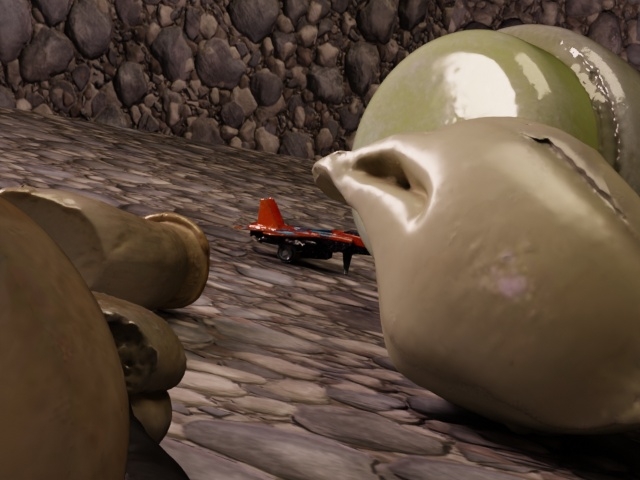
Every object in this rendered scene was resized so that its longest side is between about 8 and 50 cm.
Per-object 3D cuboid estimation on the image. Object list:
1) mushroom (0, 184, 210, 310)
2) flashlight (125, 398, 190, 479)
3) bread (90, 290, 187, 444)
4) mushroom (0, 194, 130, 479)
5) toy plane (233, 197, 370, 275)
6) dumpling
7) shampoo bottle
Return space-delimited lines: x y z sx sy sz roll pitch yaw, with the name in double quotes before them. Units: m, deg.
"mushroom" -0.168 0.016 1.242 0.108 0.096 0.247 16 3 26
"flashlight" -0.074 0.118 0.581 0.103 0.103 0.424 10 9 -30
"bread" -0.241 0.040 0.863 0.337 0.102 0.183 14 7 -5
"mushroom" -0.157 0.073 0.477 0.204 0.204 0.204 13 7 -2
"toy plane" -0.001 0.003 1.822 0.189 0.061 0.130 19 7 12
"dumpling" 0.190 0.043 1.224 0.395 0.233 0.315 34 13 29
"shampoo bottle" 0.213 -0.052 1.587 0.317 0.323 0.322 17 3 -42
